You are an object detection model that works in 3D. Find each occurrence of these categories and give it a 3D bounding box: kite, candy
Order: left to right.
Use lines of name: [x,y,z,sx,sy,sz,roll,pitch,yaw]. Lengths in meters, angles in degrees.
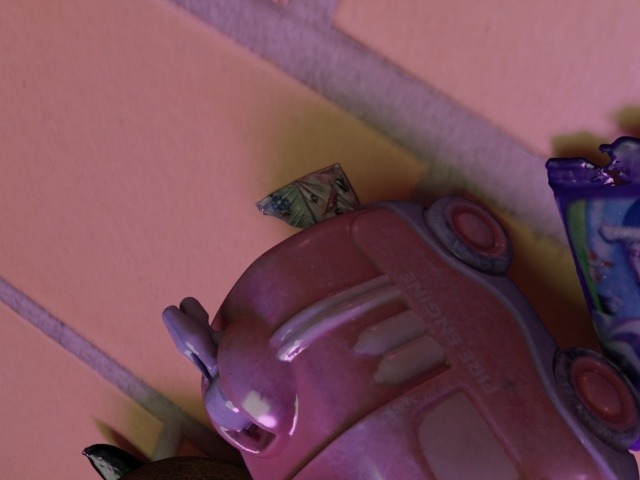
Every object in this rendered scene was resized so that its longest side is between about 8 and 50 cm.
kite: [0.000,0.000,0.604,0.137,0.005,0.153,25,128,16]
candy: [0.244,0.058,0.457,0.145,0.070,0.275,-3,118,41]

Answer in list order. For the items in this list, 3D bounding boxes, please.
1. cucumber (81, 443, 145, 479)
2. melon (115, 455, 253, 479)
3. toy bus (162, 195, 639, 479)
cucumber: [-0.195,0.359,0.906,0.284,0.056,0.056,46,130,-5]
melon: [-0.116,0.360,0.737,0.301,0.237,0.238,12,123,23]
toy bus: [0.044,0.118,0.472,0.294,0.231,0.197,57,134,21]
